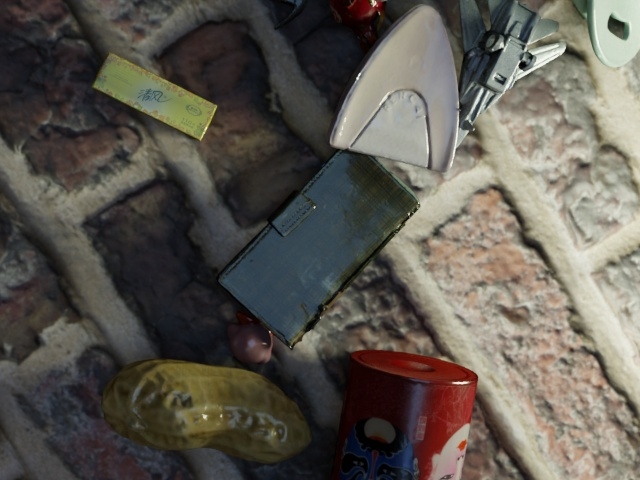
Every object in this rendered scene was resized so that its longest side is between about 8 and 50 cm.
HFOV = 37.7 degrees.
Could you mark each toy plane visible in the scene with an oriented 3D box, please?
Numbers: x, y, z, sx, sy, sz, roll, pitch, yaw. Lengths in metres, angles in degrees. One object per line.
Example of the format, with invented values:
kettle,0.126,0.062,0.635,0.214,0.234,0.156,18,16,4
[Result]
toy plane,0.262,-0.251,1.474,0.212,0.088,0.267,24,93,-22

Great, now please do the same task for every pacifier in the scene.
pacifier,0.511,-0.429,1.400,0.288,0.269,0.343,2,99,-50

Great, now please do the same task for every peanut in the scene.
peanut,-0.169,0.262,1.431,0.325,0.153,0.140,13,98,-2

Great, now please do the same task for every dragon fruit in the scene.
dragon fruit,0.064,-0.346,1.444,0.094,0.094,0.190,-15,109,-6

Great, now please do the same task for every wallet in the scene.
wallet,0.000,0.000,1.470,0.169,0.044,0.317,43,82,-4

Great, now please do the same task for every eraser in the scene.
eraser,0.132,-0.241,1.451,0.204,0.059,0.243,13,95,-15

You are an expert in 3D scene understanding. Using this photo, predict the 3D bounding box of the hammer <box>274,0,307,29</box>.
hammer,-0.158,-0.394,1.433,0.288,0.033,0.111,8,93,-8

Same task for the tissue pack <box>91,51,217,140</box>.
tissue pack,-0.246,-0.214,1.405,0.176,0.095,0.062,27,92,-9

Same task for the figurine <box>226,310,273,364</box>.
figurine,-0.111,0.157,1.471,0.083,0.067,0.071,27,88,-12

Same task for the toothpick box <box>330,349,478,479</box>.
toothpick box,0.118,0.354,1.454,0.204,0.204,0.333,7,94,-9
